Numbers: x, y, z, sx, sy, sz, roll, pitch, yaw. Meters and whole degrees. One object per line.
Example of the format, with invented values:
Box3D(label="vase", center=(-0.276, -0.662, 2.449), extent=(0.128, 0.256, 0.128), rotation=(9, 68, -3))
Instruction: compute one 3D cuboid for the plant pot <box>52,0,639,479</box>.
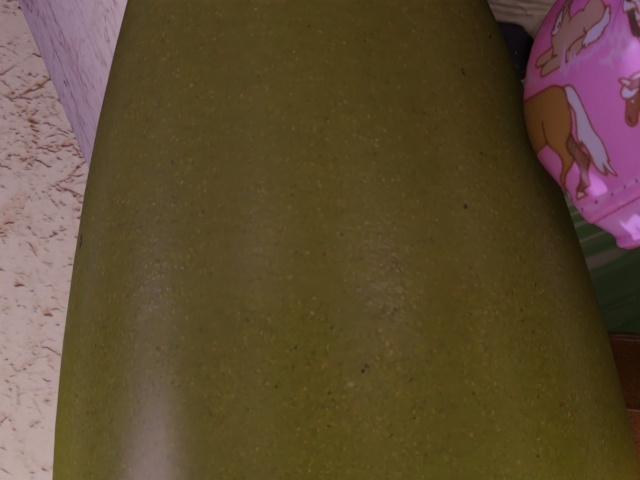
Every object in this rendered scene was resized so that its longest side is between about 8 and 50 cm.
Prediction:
Box3D(label="plant pot", center=(0.000, 0.000, 0.687), extent=(0.275, 0.275, 0.293), rotation=(174, 90, -75))

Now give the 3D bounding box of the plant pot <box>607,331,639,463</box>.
Box3D(label="plant pot", center=(0.169, 0.189, 0.856), extent=(0.237, 0.237, 0.254), rotation=(-140, 50, -64))

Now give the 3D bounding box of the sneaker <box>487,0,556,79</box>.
Box3D(label="sneaker", center=(0.075, -0.163, 0.820), extent=(0.299, 0.121, 0.112), rotation=(23, 116, 53))

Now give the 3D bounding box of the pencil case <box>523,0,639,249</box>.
Box3D(label="pencil case", center=(0.184, -0.120, 0.474), extent=(0.386, 0.160, 0.167), rotation=(111, 139, -67))

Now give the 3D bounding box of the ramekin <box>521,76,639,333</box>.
Box3D(label="ramekin", center=(0.087, -0.001, 0.997), extent=(0.303, 0.148, 0.303), rotation=(161, 90, -75))
